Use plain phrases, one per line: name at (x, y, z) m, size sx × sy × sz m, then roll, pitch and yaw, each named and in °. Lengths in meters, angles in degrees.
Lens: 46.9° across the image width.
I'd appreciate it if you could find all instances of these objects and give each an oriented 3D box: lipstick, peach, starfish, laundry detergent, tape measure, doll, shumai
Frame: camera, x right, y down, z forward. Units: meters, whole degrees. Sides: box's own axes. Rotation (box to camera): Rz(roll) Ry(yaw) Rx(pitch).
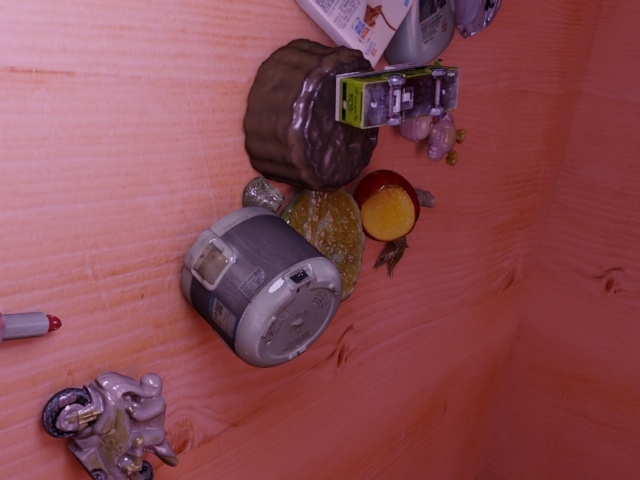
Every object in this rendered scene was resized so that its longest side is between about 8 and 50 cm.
lipstick at (-0.500, 0.141, 1.205) m, size 0.186 × 0.057 × 0.063 m, roll 4°, pitch 103°, yaw -62°
peach at (0.173, -0.090, 1.953) m, size 0.192 × 0.190 × 0.190 m, roll 58°, pitch 55°, yaw -83°
starfish at (0.237, 0.017, 2.247) m, size 0.176 × 0.053 × 0.208 m, roll -13°, pitch 124°, yaw -64°
laundry detergent at (0.238, -0.651, 1.813) m, size 0.264 × 0.124 × 0.398 m, roll -42°, pitch 137°, yaw -33°
tape measure at (0.455, -0.705, 2.109) m, size 0.197 × 0.120 × 0.236 m, roll -34°, pitch 137°, yaw -46°
doll at (0.317, -0.330, 2.128) m, size 0.365 × 0.094 × 0.160 m, roll 27°, pitch 81°, yaw -58°
shumai at (-0.121, -0.091, 1.615) m, size 0.083 × 0.080 × 0.082 m, roll -57°, pitch 144°, yaw -16°

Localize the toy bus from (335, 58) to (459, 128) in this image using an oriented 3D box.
toy bus at (0.155, -0.307, 1.530) m, size 0.301 × 0.139 × 0.113 m, roll -19°, pitch 118°, yaw -41°

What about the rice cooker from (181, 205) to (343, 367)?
rice cooker at (-0.127, 0.092, 1.526) m, size 0.288 × 0.277 × 0.288 m, roll -33°, pitch 146°, yaw -26°

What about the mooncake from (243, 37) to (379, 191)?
mooncake at (-0.005, -0.263, 1.598) m, size 0.324 × 0.187 × 0.324 m, roll -28°, pitch 127°, yaw -45°

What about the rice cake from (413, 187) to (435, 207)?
rice cake at (0.269, -0.130, 2.194) m, size 0.052 × 0.057 × 0.256 m, roll -52°, pitch 152°, yaw 21°

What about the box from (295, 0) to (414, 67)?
box at (0.084, -0.559, 1.608) m, size 0.265 × 0.048 × 0.273 m, roll 41°, pitch 71°, yaw -30°

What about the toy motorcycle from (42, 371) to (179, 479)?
toy motorcycle at (-0.385, 0.367, 1.446) m, size 0.223 × 0.107 × 0.341 m, roll -43°, pitch 132°, yaw -26°

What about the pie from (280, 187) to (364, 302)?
pie at (0.000, 0.000, 1.793) m, size 0.323 × 0.070 × 0.324 m, roll 4°, pitch 85°, yaw -47°
